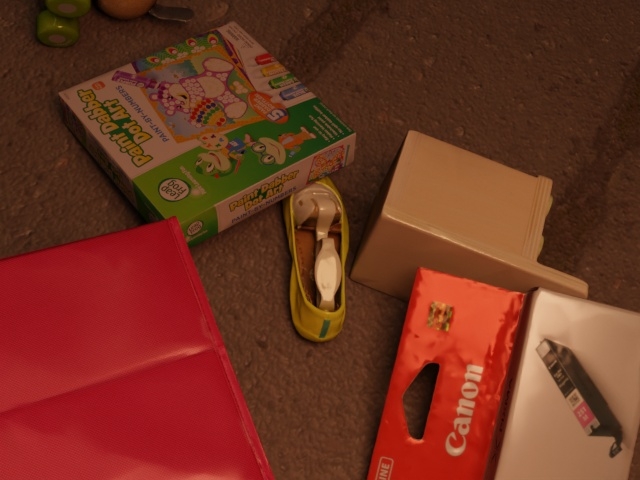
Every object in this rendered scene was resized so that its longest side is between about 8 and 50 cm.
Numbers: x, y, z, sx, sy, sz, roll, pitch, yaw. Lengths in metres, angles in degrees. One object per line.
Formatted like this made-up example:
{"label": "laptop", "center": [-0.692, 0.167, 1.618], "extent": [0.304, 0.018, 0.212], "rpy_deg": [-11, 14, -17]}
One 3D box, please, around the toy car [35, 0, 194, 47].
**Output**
{"label": "toy car", "center": [-0.246, -0.325, 1.075], "extent": [0.188, 0.149, 0.155], "rpy_deg": [3, 73, -25]}

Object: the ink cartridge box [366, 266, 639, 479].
{"label": "ink cartridge box", "center": [0.185, 0.180, 0.865], "extent": [0.239, 0.060, 0.275], "rpy_deg": [14, 85, 1]}

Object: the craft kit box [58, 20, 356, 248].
{"label": "craft kit box", "center": [-0.131, -0.130, 1.007], "extent": [0.246, 0.061, 0.250], "rpy_deg": [-32, 60, -23]}

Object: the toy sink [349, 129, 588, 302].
{"label": "toy sink", "center": [0.172, -0.001, 0.981], "extent": [0.234, 0.153, 0.131], "rpy_deg": [21, 59, 0]}

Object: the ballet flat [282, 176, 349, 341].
{"label": "ballet flat", "center": [0.000, 0.000, 0.983], "extent": [0.077, 0.077, 0.231], "rpy_deg": [2, 62, -10]}

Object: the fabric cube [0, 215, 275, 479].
{"label": "fabric cube", "center": [-0.215, 0.167, 0.742], "extent": [0.258, 0.254, 0.259], "rpy_deg": [-16, 67, -20]}
